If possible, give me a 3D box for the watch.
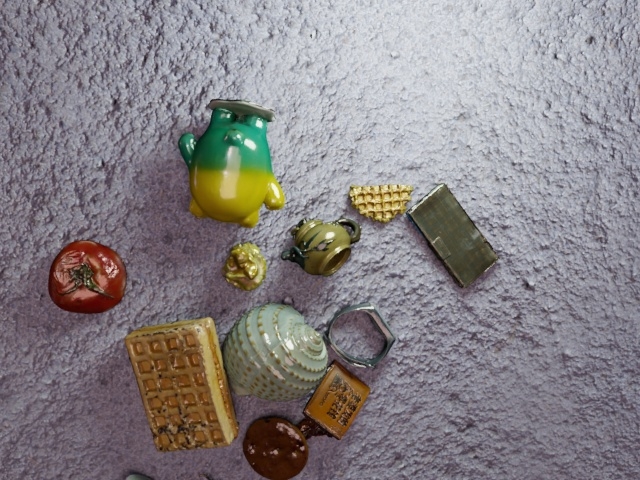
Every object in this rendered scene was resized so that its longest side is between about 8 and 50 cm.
[{"bbox_3d":[0.125,0.306,1.650,0.193,0.068,0.206,-34,93,-1],"label":"watch"}]

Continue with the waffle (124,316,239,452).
[{"bbox_3d":[-0.393,0.422,1.529,0.260,0.114,0.376,-12,97,14],"label":"waffle"}]

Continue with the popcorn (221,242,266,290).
[{"bbox_3d":[-0.223,0.080,1.564,0.125,0.126,0.145,19,113,17],"label":"popcorn"}]

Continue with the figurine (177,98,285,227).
[{"bbox_3d":[-0.249,-0.212,1.492,0.323,0.231,0.340,8,87,-6],"label":"figurine"}]

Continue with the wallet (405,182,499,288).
[{"bbox_3d":[0.423,-0.015,1.678,0.169,0.044,0.317,-40,99,-7],"label":"wallet"}]

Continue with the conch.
[{"bbox_3d":[-0.149,0.345,1.549,0.319,0.215,0.303,-36,86,-5],"label":"conch"}]

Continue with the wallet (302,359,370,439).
[{"bbox_3d":[0.054,0.500,1.636,0.161,0.042,0.195,41,67,-9],"label":"wallet"}]

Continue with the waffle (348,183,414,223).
[{"bbox_3d":[0.184,-0.138,1.639,0.192,0.046,0.161,30,91,-8],"label":"waffle"}]

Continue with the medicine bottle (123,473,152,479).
[{"bbox_3d":[-0.569,0.803,1.557,0.135,0.135,0.168,31,90,-8],"label":"medicine bottle"}]

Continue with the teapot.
[{"bbox_3d":[0.000,0.000,1.581,0.269,0.173,0.182,-35,64,-27],"label":"teapot"}]

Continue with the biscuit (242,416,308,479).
[{"bbox_3d":[-0.140,0.649,1.626,0.212,0.036,0.212,1,97,9],"label":"biscuit"}]

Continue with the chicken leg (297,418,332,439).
[{"bbox_3d":[-0.031,0.604,1.655,0.219,0.048,0.089,-22,93,-5],"label":"chicken leg"}]

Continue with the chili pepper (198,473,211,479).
[{"bbox_3d":[-0.287,0.824,1.636,0.059,0.050,0.268,-38,98,-19],"label":"chili pepper"}]

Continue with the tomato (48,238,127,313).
[{"bbox_3d":[-0.687,0.111,1.521,0.227,0.101,0.228,0,90,-8],"label":"tomato"}]
